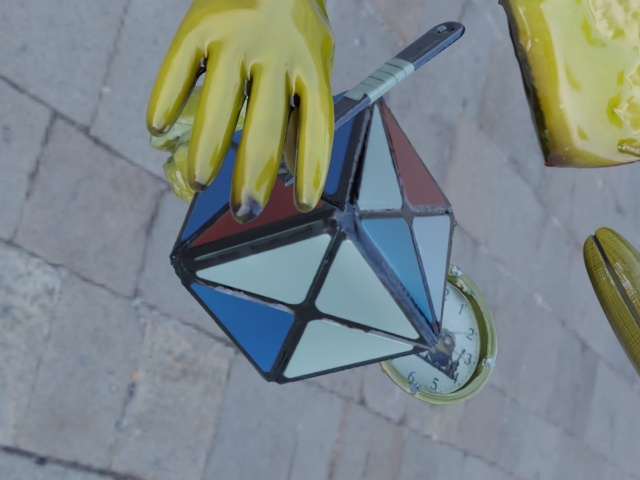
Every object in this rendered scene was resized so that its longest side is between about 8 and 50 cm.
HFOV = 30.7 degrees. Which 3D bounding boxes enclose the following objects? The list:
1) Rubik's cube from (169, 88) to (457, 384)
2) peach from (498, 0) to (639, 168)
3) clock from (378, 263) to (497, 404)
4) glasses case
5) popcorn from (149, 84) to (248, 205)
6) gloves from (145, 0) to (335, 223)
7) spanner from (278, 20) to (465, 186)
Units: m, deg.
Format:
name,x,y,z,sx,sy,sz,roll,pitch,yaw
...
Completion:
name,x,y,z,sx,sy,sz,roll,pitch,yaw
Rubik's cube,0.000,0.000,1.428,0.250,0.246,0.248,53,34,-35
peach,0.371,-0.265,1.359,0.306,0.380,0.242,49,20,1
clock,0.161,0.139,1.765,0.237,0.057,0.237,11,66,-26
glasses case,0.320,0.085,1.128,0.079,0.064,0.234,27,33,-44
popcorn,-0.139,-0.168,1.882,0.276,0.276,0.225,-48,125,-46
gloves,-0.049,-0.137,0.874,0.116,0.133,0.294,112,-12,-52
spanner,0.042,-0.138,1.151,0.316,0.087,0.024,-39,122,-28
